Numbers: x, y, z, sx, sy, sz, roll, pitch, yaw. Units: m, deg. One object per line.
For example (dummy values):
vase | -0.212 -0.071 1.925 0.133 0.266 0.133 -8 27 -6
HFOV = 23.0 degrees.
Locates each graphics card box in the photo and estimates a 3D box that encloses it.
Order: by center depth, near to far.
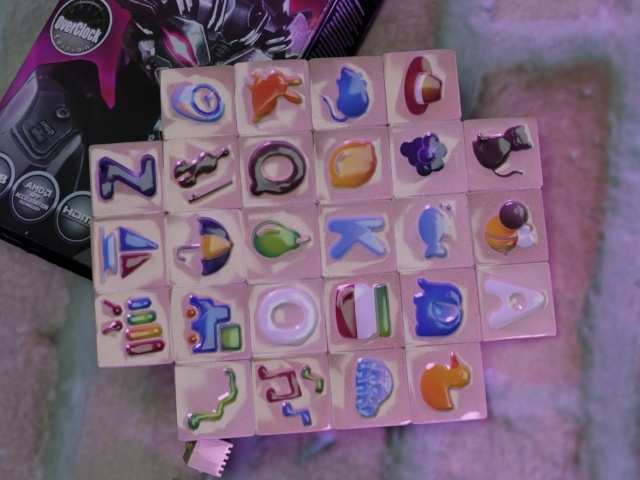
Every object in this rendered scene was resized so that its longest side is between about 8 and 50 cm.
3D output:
graphics card box | -0.115 -0.136 1.289 0.233 0.094 0.371 24 80 22

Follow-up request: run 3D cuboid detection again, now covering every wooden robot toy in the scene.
wooden robot toy | -0.087 0.232 1.172 0.079 0.076 0.173 20 74 -14

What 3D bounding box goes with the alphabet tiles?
alphabet tiles | 0.000 0.000 1.181 0.342 0.011 0.285 -4 78 -2
